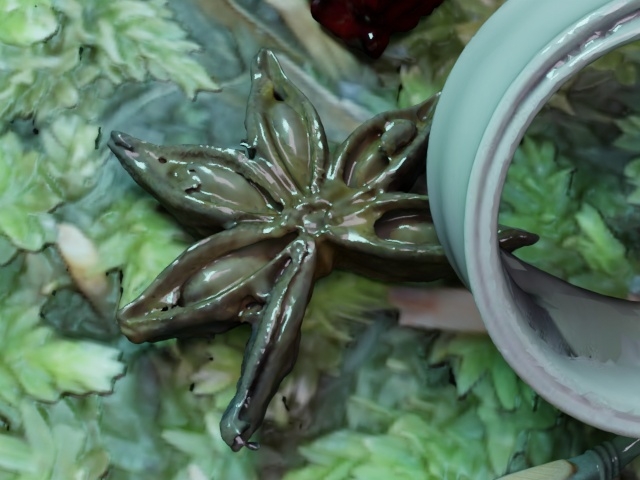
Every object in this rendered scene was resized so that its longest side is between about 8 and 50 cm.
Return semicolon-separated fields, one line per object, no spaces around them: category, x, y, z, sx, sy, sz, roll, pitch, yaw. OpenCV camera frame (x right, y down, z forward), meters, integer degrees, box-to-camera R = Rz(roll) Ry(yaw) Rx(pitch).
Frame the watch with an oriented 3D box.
watch;0.167;0.004;0.814;0.231;0.196;0.244;5;106;-11

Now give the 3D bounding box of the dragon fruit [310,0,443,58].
dragon fruit;-0.008;-0.310;0.941;0.329;0.286;0.228;41;72;19

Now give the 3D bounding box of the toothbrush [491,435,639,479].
toothbrush;0.088;0.122;0.885;0.375;0.037;0.028;-18;31;-14

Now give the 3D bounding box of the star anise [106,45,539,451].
star anise;-0.012;-0.011;0.914;0.208;0.063;0.172;-35;71;-16
